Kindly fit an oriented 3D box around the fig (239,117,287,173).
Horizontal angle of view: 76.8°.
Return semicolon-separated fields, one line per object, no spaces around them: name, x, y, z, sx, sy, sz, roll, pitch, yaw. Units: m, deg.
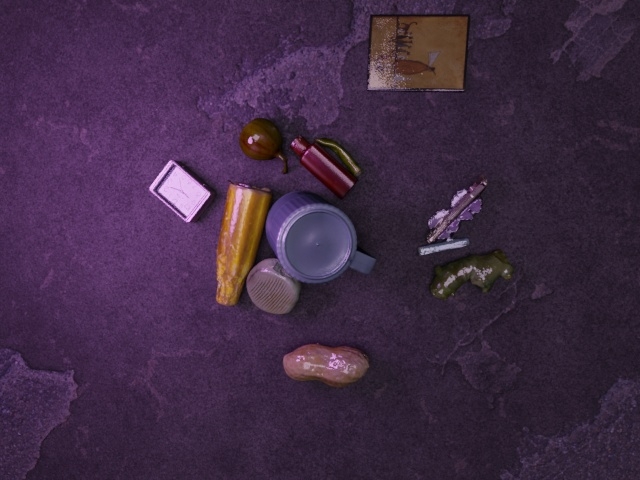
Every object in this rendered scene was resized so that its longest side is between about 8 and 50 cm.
fig;-0.193;-0.330;1.399;0.186;0.142;0.148;40;125;13

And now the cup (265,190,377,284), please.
cup;-0.018;0.010;1.306;0.256;0.311;0.331;-37;106;-2

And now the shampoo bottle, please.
shampoo bottle;0.007;-0.263;1.419;0.260;0.064;0.102;43;130;1

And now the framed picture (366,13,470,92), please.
framed picture;0.332;-0.642;1.386;0.337;0.014;0.256;3;95;5

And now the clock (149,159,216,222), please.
clock;-0.504;-0.181;1.482;0.197;0.063;0.150;41;98;1

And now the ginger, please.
ginger;0.523;0.122;1.402;0.289;0.089;0.137;-12;102;5

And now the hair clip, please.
hair clip;0.474;-0.099;1.392;0.106;0.084;0.292;43;102;6

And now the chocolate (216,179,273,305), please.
chocolate;-0.296;0.014;1.433;0.161;0.162;0.447;15;98;4

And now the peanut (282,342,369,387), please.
peanut;0.017;0.448;1.456;0.312;0.149;0.149;4;96;5

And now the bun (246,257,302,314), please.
bun;-0.162;0.158;1.441;0.220;0.108;0.222;10;125;14

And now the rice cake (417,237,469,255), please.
rice cake;0.434;0.018;1.428;0.179;0.030;0.042;-12;87;5

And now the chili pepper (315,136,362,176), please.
chili pepper;0.070;-0.303;1.422;0.201;0.052;0.050;43;97;0
